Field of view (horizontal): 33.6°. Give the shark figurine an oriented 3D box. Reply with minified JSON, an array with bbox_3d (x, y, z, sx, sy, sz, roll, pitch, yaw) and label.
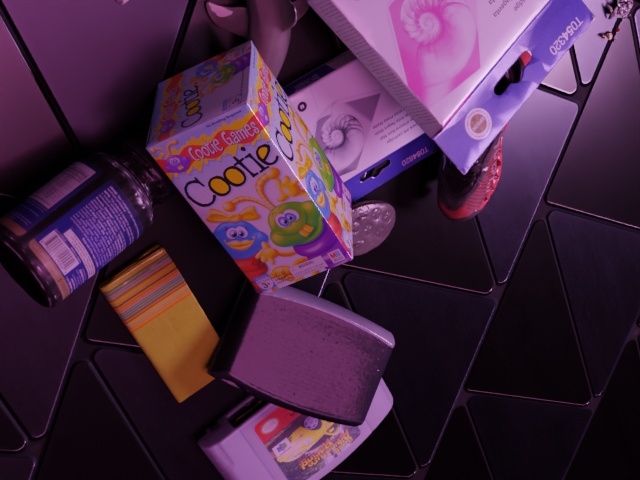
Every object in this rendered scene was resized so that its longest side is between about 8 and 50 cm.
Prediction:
[{"bbox_3d":[-0.080,-0.307,1.307,0.166,0.116,0.278,-39,128,-12],"label":"shark figurine"}]

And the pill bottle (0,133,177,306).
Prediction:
[{"bbox_3d":[-0.284,-0.031,1.292,0.219,0.122,0.123,-42,127,-23],"label":"pill bottle"}]

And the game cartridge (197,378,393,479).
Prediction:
[{"bbox_3d":[-0.027,0.286,1.649,0.294,0.060,0.196,-37,130,-11],"label":"game cartridge"}]

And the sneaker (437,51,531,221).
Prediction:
[{"bbox_3d":[0.222,-0.158,1.542,0.135,0.097,0.276,-7,118,-63],"label":"sneaker"}]

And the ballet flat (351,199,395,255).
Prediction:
[{"bbox_3d":[0.000,0.000,1.537,0.249,0.058,0.084,-26,121,-25],"label":"ballet flat"}]

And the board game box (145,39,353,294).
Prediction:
[{"bbox_3d":[-0.082,-0.088,1.354,0.142,0.144,0.275,-22,128,18],"label":"board game box"}]

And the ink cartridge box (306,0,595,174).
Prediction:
[{"bbox_3d":[0.200,-0.315,1.410,0.330,0.071,0.324,45,75,-18],"label":"ink cartridge box"}]

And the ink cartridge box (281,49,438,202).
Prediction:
[{"bbox_3d":[0.064,-0.160,1.500,0.223,0.045,0.224,-33,125,-15],"label":"ink cartridge box"}]

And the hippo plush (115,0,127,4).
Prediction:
[{"bbox_3d":[-0.260,-0.365,1.070,0.294,0.236,0.234,-36,121,-23],"label":"hippo plush"}]

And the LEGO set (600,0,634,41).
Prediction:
[{"bbox_3d":[0.473,-0.353,1.669,0.054,0.023,0.083,-9,116,-27],"label":"LEGO set"}]

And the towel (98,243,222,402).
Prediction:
[{"bbox_3d":[-0.211,0.119,1.482,0.102,0.021,0.237,-33,125,-10],"label":"towel"}]

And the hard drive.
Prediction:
[{"bbox_3d":[-0.019,0.168,1.546,0.254,0.054,0.172,24,87,-22],"label":"hard drive"}]
